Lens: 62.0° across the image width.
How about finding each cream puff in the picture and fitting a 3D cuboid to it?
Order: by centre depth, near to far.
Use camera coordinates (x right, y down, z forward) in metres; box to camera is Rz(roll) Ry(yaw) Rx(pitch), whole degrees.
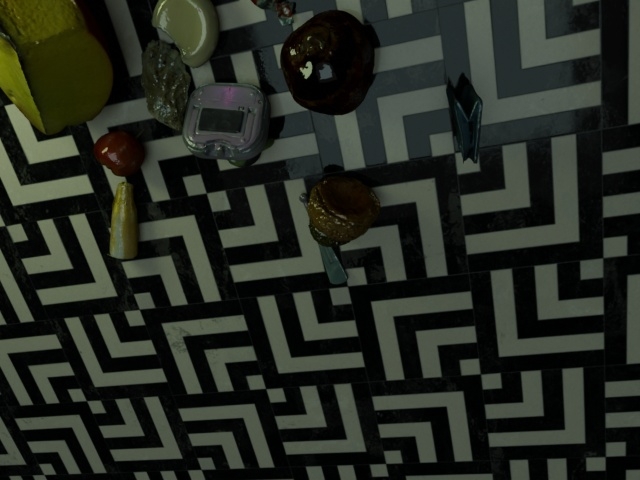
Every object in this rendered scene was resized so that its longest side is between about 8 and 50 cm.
[{"bbox_3d":[0.047,-0.053,1.355,0.183,0.183,0.169,21,136,0],"label":"cream puff"}]

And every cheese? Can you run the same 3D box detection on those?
[{"bbox_3d":[-0.290,-0.540,1.233,0.163,0.071,0.249,33,114,-5],"label":"cheese"}]

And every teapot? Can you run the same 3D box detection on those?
[{"bbox_3d":[-0.191,-0.234,1.340,0.092,0.091,0.124,44,114,-12],"label":"teapot"}]

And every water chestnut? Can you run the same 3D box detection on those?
[{"bbox_3d":[0.024,-0.386,1.189,0.223,0.238,0.224,-3,86,42],"label":"water chestnut"}]

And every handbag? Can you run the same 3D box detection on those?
[{"bbox_3d":[0.317,-0.259,1.167,0.057,0.221,0.144,-6,111,11],"label":"handbag"}]

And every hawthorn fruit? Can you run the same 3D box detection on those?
[{"bbox_3d":[-0.518,-0.230,1.385,0.140,0.125,0.125,-35,104,24],"label":"hawthorn fruit"}]

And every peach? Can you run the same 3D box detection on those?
[{"bbox_3d":[-0.646,-0.471,1.215,0.306,0.242,0.380,43,155,20],"label":"peach"}]

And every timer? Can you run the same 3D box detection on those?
[{"bbox_3d":[-0.227,-0.291,1.287,0.208,0.069,0.191,4,75,7],"label":"timer"}]

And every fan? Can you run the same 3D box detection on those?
[{"bbox_3d":[0.000,0.000,1.450,0.057,0.023,0.282,-16,110,26],"label":"fan"}]

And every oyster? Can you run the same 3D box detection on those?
[{"bbox_3d":[-0.395,-0.386,1.322,0.132,0.072,0.209,13,114,1],"label":"oyster"}]

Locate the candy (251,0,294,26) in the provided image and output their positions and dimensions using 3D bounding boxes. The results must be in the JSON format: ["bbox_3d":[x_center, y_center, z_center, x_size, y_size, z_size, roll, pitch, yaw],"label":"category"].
[{"bbox_3d":[-0.161,-0.602,1.188,0.292,0.059,0.086,43,115,-9],"label":"candy"}]

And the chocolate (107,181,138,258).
[{"bbox_3d":[-0.549,-0.058,1.497,0.085,0.086,0.220,13,112,4],"label":"chocolate"}]
